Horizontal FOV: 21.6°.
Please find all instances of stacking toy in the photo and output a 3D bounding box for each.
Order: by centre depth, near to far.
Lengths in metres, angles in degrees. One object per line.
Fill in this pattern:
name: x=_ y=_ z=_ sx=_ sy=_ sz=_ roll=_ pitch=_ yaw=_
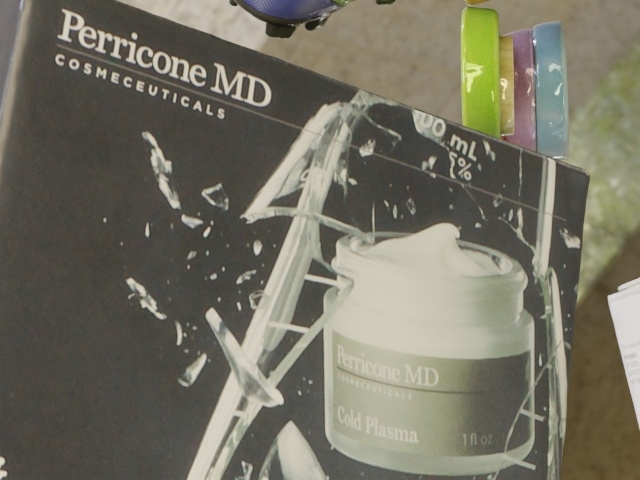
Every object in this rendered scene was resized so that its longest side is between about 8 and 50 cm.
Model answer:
stacking toy: x=0.193 y=-0.146 z=1.475 sx=0.130 sy=0.309 sz=0.279 roll=-1 pitch=-131 yaw=7

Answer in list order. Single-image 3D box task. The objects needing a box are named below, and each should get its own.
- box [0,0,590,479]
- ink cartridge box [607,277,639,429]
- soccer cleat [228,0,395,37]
box: x=-0.090 y=0.131 z=1.223 sx=0.480 sy=0.297 sz=0.472 roll=17 pitch=-110 yaw=-28
ink cartridge box: x=0.264 y=0.111 z=0.904 sx=0.158 sy=0.092 sz=0.218 roll=-10 pitch=-100 yaw=-21
soccer cleat: x=0.043 y=-0.244 z=1.282 sx=0.093 sy=0.121 sz=0.289 roll=40 pitch=-138 yaw=18
